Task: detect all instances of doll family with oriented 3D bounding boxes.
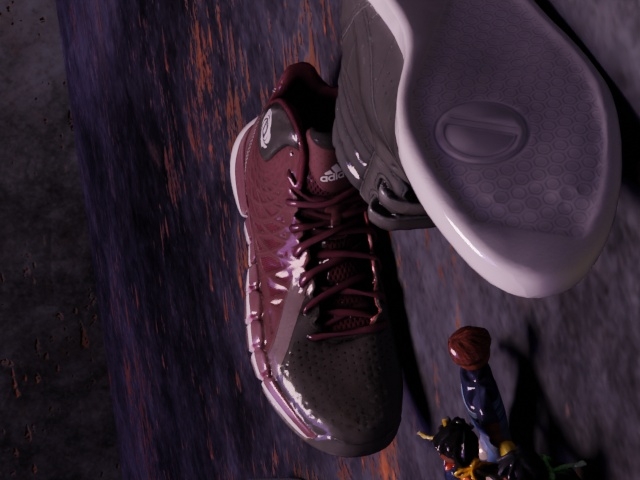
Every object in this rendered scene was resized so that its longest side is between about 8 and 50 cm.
[{"bbox_3d":[0.100,0.130,0.893,0.193,0.076,0.111,53,170,49],"label":"doll family"}]

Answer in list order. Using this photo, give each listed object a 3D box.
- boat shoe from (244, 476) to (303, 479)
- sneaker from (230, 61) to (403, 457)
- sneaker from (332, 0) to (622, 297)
[{"bbox_3d":[-0.034,0.281,1.468,0.258,0.095,0.084,-155,60,-73],"label":"boat shoe"},{"bbox_3d":[0.000,0.000,1.125,0.162,0.106,0.281,112,145,-59],"label":"sneaker"},{"bbox_3d":[0.075,-0.041,0.829,0.296,0.104,0.147,-109,14,-48],"label":"sneaker"}]
